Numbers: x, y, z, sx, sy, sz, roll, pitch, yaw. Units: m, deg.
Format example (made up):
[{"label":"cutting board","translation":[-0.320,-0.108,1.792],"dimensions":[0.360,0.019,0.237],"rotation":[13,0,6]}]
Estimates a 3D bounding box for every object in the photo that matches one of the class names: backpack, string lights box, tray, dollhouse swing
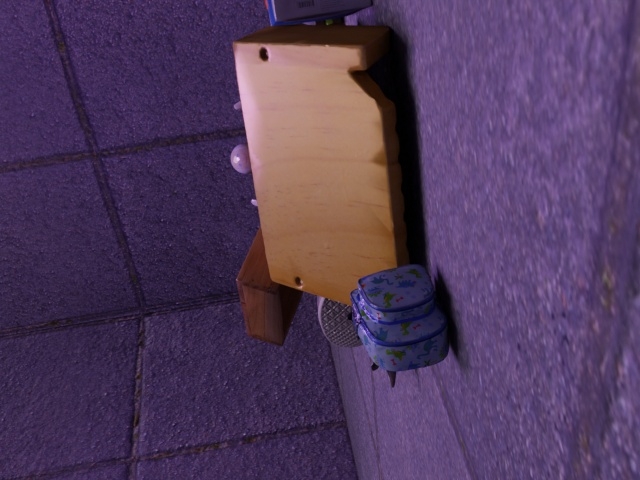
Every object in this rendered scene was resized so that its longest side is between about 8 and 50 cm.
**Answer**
[{"label":"backpack","translation":[0.090,0.087,0.872],"dimensions":[0.114,0.104,0.084],"rotation":[-112,11,-54]},{"label":"string lights box","translation":[-0.012,-0.367,1.148],"dimensions":[0.260,0.133,0.077],"rotation":[-112,13,-75]},{"label":"tray","translation":[-0.035,-0.044,1.355],"dimensions":[0.203,0.076,0.411],"rotation":[90,-160,-58]},{"label":"dollhouse swing","translation":[0.066,-0.136,1.095],"dimensions":[0.315,0.305,0.347],"rotation":[14,121,41]}]

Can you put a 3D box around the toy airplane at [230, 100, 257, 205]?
[{"label":"toy airplane","translation":[-0.119,-0.254,2.181],"dimensions":[0.384,0.272,0.386],"rotation":[85,175,-57]}]

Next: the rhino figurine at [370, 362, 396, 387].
[{"label":"rhino figurine","translation":[0.092,0.112,1.217],"dimensions":[0.106,0.073,0.243],"rotation":[98,162,-66]}]

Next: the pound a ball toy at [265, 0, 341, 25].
[{"label":"pound a ball toy","translation":[-0.040,-0.449,1.420],"dimensions":[0.208,0.135,0.319],"rotation":[86,175,-55]}]

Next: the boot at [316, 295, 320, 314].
[{"label":"boot","translation":[0.029,0.091,1.740],"dimensions":[0.161,0.083,0.247],"rotation":[97,164,-69]}]

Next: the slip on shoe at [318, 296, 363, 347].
[{"label":"slip on shoe","translation":[0.056,0.062,1.449],"dimensions":[0.101,0.122,0.332],"rotation":[-77,-14,-58]}]

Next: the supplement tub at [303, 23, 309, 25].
[{"label":"supplement tub","translation":[-0.042,-0.433,1.783],"dimensions":[0.198,0.106,0.106],"rotation":[-103,5,-50]}]
